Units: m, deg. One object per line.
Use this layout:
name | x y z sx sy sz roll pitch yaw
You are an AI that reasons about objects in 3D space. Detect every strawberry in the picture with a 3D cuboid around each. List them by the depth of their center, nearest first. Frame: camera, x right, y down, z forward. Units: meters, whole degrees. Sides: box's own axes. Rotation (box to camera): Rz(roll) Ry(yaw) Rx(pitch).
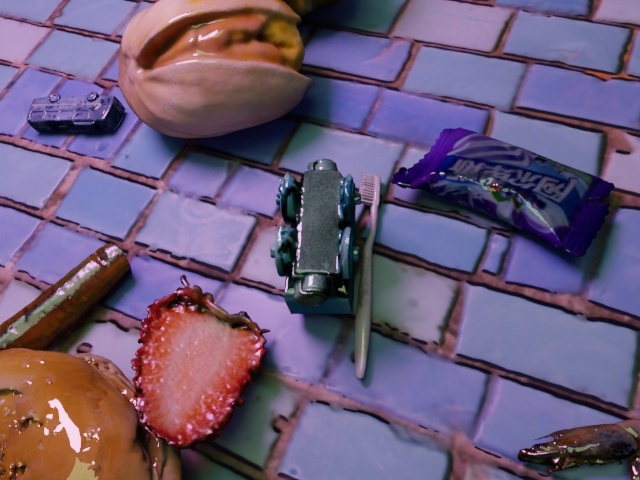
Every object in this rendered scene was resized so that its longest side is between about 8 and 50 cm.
strawberry | -0.164 0.157 0.706 0.167 0.087 0.208 28 44 4

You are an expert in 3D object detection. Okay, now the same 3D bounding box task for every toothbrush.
toothbrush | 0.059 0.036 0.788 0.030 0.025 0.307 13 61 -13

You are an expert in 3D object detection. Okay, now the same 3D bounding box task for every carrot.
carrot | -0.380 0.102 0.820 0.260 0.070 0.070 -43 62 -15

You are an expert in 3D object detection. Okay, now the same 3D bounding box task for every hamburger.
hamburger | -0.315 0.283 0.650 0.305 0.174 0.284 32 83 32

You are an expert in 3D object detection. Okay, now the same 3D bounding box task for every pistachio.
pistachio | -0.172 -0.274 0.913 0.309 0.230 0.229 -11 59 1

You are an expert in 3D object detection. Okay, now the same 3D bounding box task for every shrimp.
shrimp | 0.317 0.265 0.607 0.195 0.035 0.147 -8 62 5

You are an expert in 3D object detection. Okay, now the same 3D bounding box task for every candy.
candy | 0.249 -0.078 0.796 0.275 0.070 0.145 25 60 25

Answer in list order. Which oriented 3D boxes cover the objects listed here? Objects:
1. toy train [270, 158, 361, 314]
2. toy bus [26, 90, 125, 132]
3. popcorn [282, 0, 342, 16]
toy train | 0.000 0.000 0.750 0.107 0.154 0.197 0 62 7
toy bus | -0.432 -0.223 1.025 0.166 0.047 0.065 2 66 14
popcorn | -0.096 -0.511 0.982 0.334 0.292 0.293 -19 51 -8
